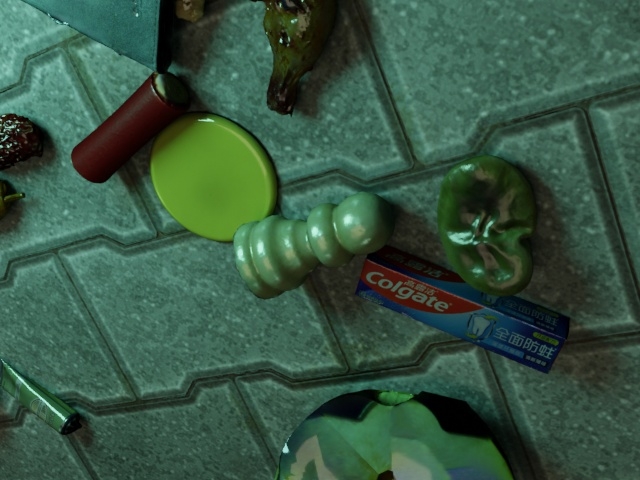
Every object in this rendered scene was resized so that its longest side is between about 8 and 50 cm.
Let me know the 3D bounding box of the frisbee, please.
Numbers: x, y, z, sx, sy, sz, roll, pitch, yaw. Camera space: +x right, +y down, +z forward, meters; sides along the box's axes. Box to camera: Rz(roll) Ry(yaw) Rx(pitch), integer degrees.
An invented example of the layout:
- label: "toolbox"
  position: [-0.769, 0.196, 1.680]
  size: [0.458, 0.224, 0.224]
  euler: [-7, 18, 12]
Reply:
- label: "frisbee"
  position: [-0.181, -0.099, 1.306]
  size: [0.236, 0.017, 0.236]
  euler: [10, 121, 17]

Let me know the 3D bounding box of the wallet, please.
- label: "wallet"
  position: [-0.381, -0.397, 1.169]
  size: [0.379, 0.046, 0.190]
  euler: [27, 140, 12]

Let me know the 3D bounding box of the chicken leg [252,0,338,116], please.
- label: "chicken leg"
  position: [-0.064, -0.335, 1.099]
  size: [0.177, 0.083, 0.322]
  euler: [-14, 109, 38]

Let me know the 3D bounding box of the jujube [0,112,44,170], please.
- label: "jujube"
  position: [-0.566, -0.177, 1.383]
  size: [0.166, 0.104, 0.104]
  euler: [-13, 112, 14]

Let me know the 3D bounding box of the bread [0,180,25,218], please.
- label: "bread"
  position: [-0.698, -0.065, 1.500]
  size: [0.344, 0.084, 0.124]
  euler: [-6, 114, 25]

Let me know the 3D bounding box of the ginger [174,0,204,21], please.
- label: "ginger"
  position: [-0.255, -0.440, 1.125]
  size: [0.089, 0.075, 0.288]
  euler: [-28, 108, 37]

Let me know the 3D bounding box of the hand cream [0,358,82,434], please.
- label: "hand cream"
  position: [-0.615, 0.345, 1.712]
  size: [0.235, 0.055, 0.086]
  euler: [31, 124, 13]

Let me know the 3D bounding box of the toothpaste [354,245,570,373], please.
- label: "toothpaste"
  position: [0.215, 0.101, 1.221]
  size: [0.320, 0.066, 0.076]
  euler: [21, 123, 10]

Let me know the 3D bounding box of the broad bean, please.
- label: "broad bean"
  position: [0.242, -0.022, 1.150]
  size: [0.153, 0.072, 0.206]
  euler: [-15, 99, 26]

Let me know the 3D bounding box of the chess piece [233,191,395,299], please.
- label: "chess piece"
  position: [0.000, 0.000, 1.225]
  size: [0.243, 0.133, 0.133]
  euler: [-18, 109, 24]

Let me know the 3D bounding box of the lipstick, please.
- label: "lipstick"
  position: [-0.309, -0.180, 1.278]
  size: [0.241, 0.080, 0.080]
  euler: [-33, 101, 33]

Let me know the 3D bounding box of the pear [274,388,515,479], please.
- label: "pear"
  position: [0.121, 0.443, 1.330]
  size: [0.399, 0.399, 0.165]
  euler: [16, 164, 14]
